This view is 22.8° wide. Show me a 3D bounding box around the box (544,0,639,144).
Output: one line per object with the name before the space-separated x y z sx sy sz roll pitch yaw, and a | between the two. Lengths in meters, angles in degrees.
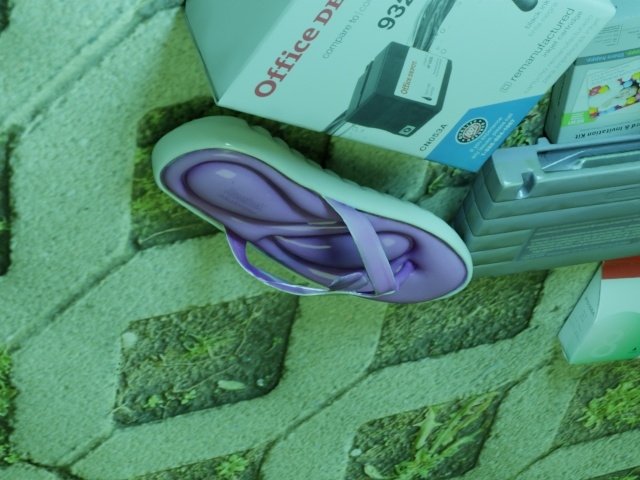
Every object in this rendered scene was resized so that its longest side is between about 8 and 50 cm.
box | 0.317 -0.178 1.643 0.145 0.038 0.186 -11 143 -12

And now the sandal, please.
sandal | -0.011 0.006 1.627 0.416 0.102 0.169 26 140 -37

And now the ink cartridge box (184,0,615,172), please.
ink cartridge box | 0.069 -0.203 1.413 0.307 0.129 0.223 12 133 -36

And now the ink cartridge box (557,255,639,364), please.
ink cartridge box | 0.420 0.065 1.989 0.181 0.056 0.224 -2 141 -24

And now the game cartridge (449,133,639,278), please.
game cartridge | 0.321 -0.047 1.761 0.355 0.068 0.230 -8 158 -18
